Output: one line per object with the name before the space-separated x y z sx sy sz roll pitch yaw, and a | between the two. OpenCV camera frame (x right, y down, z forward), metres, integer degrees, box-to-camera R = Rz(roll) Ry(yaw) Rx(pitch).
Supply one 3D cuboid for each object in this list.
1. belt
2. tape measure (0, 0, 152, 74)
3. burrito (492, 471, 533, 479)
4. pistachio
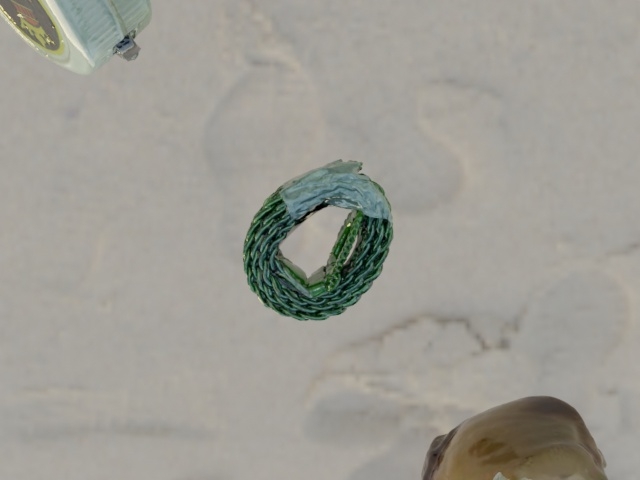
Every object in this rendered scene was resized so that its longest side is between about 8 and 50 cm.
belt | 0.000 0.000 1.639 0.121 0.079 0.151 42 96 -2
tape measure | -0.263 -0.266 1.767 0.235 0.115 0.207 28 157 46
burrito | 0.204 0.224 1.108 0.275 0.082 0.059 25 -179 -14
pistachio | 0.167 0.214 1.621 0.210 0.165 0.130 6 149 47
